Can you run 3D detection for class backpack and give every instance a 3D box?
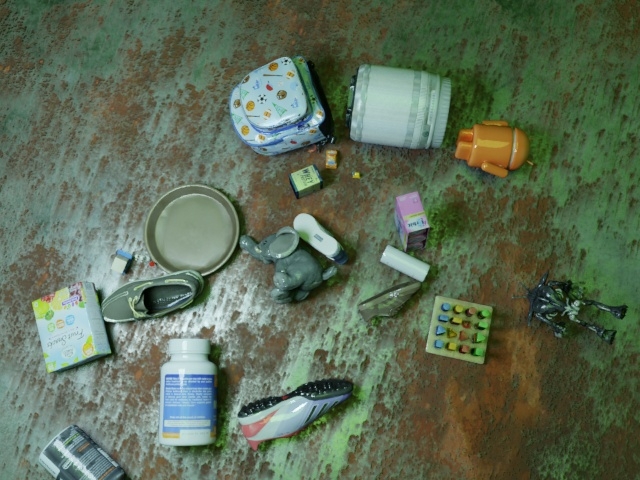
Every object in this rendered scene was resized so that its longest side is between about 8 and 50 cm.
[{"bbox_3d":[-0.122,-0.370,1.949,0.263,0.213,0.276,-24,69,18],"label":"backpack"}]

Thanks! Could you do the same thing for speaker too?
[{"bbox_3d":[0.238,0.065,1.936,0.136,0.055,0.055,26,80,7],"label":"speaker"}]

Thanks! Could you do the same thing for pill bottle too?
[{"bbox_3d":[-0.350,0.400,1.831,0.152,0.152,0.272,0,78,2],"label":"pill bottle"},{"bbox_3d":[-0.605,0.610,1.804,0.246,0.130,0.130,40,82,9],"label":"pill bottle"}]

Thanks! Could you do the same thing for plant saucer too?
[{"bbox_3d":[-0.366,-0.026,1.974,0.278,0.041,0.277,-1,78,4],"label":"plant saucer"}]

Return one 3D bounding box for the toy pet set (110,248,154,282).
[{"bbox_3d":[-0.536,0.084,1.958,0.114,0.065,0.122,25,103,-7],"label":"toy pet set"}]

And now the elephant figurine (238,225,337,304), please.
[{"bbox_3d":[-0.099,0.040,1.910,0.186,0.169,0.239,-5,59,-28],"label":"elephant figurine"}]

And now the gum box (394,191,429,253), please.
[{"bbox_3d":[0.249,-0.045,1.895,0.062,0.188,0.107,-15,71,-1],"label":"gum box"}]

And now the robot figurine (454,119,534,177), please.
[{"bbox_3d":[0.497,-0.263,1.963,0.219,0.158,0.128,6,117,3],"label":"robot figurine"}]

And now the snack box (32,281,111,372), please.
[{"bbox_3d":[-0.683,0.238,1.891,0.174,0.070,0.207,-23,78,18],"label":"snack box"}]

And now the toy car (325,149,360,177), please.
[{"bbox_3d":[0.068,-0.228,2.010,0.122,0.040,0.060,20,79,6],"label":"toy car"}]

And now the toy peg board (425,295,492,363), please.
[{"bbox_3d":[0.384,0.241,1.882,0.161,0.079,0.161,12,78,4],"label":"toy peg board"}]

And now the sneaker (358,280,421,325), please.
[{"bbox_3d":[0.201,0.173,1.919,0.188,0.066,0.071,-23,96,1],"label":"sneaker"}]

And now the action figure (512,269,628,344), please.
[{"bbox_3d":[0.667,0.186,1.862,0.276,0.141,0.164,22,87,32],"label":"action figure"}]

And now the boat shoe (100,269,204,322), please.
[{"bbox_3d":[-0.473,0.161,1.897,0.305,0.091,0.109,-18,102,5],"label":"boat shoe"}]

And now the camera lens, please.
[{"bbox_3d":[0.215,-0.376,1.945,0.274,0.219,0.219,8,78,3],"label":"camera lens"}]

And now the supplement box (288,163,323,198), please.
[{"bbox_3d":[-0.042,-0.168,1.978,0.083,0.083,0.056,-23,79,-4],"label":"supplement box"}]

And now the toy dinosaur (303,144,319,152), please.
[{"bbox_3d":[-0.031,-0.294,2.011,0.047,0.090,0.082,-14,33,-11],"label":"toy dinosaur"}]

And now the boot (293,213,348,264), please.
[{"bbox_3d":[0.000,0.000,1.955,0.069,0.086,0.190,-45,52,0],"label":"boot"}]

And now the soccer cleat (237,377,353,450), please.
[{"bbox_3d":[-0.058,0.461,1.847,0.318,0.108,0.116,-17,98,-4],"label":"soccer cleat"}]
